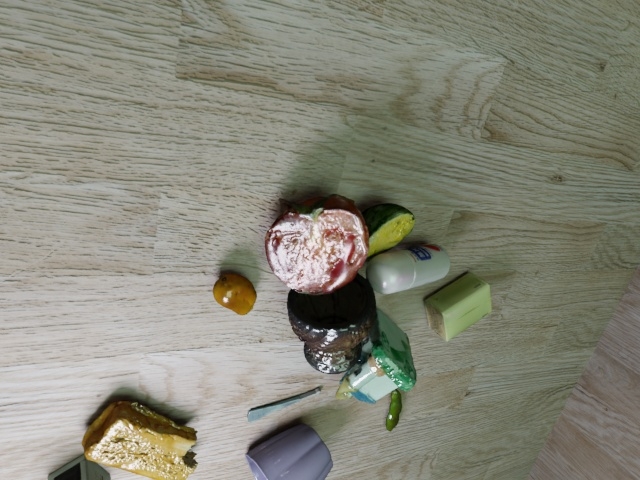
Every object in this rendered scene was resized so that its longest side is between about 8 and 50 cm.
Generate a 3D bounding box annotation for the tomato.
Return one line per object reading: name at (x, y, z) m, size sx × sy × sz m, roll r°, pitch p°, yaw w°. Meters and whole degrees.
tomato at (0.000, -0.006, 1.295) m, size 0.308 × 0.170 × 0.309 m, roll 5°, pitch 124°, yaw 7°

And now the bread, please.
bread at (-0.502, 0.603, 1.363) m, size 0.185 × 0.109 × 0.380 m, roll -48°, pitch 129°, yaw -5°

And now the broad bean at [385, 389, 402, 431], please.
broad bean at (0.311, 0.709, 1.921) m, size 0.065 × 0.046 × 0.255 m, roll -8°, pitch 117°, yaw -19°

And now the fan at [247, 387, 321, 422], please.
fan at (-0.125, 0.582, 1.622) m, size 0.281 × 0.023 × 0.057 m, roll -11°, pitch 118°, yaw -23°

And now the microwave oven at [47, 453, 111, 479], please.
microwave oven at (-0.669, 0.743, 1.274) m, size 0.122 × 0.208 × 0.162 m, roll -29°, pitch 125°, yaw -14°

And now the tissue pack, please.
tissue pack at (0.533, 0.252, 1.758) m, size 0.234 × 0.125 × 0.159 m, roll -28°, pitch 125°, yaw -15°

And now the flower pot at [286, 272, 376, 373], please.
flower pot at (0.034, 0.257, 1.408) m, size 0.266 × 0.267 × 0.267 m, roll -19°, pitch 134°, yaw -20°

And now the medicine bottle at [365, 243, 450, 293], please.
medicine bottle at (0.278, 0.091, 1.472) m, size 0.340 × 0.130 × 0.131 m, roll -8°, pitch 119°, yaw -44°

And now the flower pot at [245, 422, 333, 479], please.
flower pot at (-0.096, 0.804, 1.621) m, size 0.243 × 0.265 × 0.265 m, roll -27°, pitch 126°, yaw -28°

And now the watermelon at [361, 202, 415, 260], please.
watermelon at (0.172, -0.038, 1.389) m, size 0.232 × 0.127 × 0.204 m, roll -17°, pitch 149°, yaw -35°

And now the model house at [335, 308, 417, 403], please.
model house at (0.142, 0.442, 1.584) m, size 0.194 × 0.267 × 0.325 m, roll 42°, pitch 111°, yaw -17°

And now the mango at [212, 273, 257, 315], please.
mango at (-0.238, 0.149, 1.292) m, size 0.105 × 0.084 × 0.159 m, roll -40°, pitch 149°, yaw -5°
